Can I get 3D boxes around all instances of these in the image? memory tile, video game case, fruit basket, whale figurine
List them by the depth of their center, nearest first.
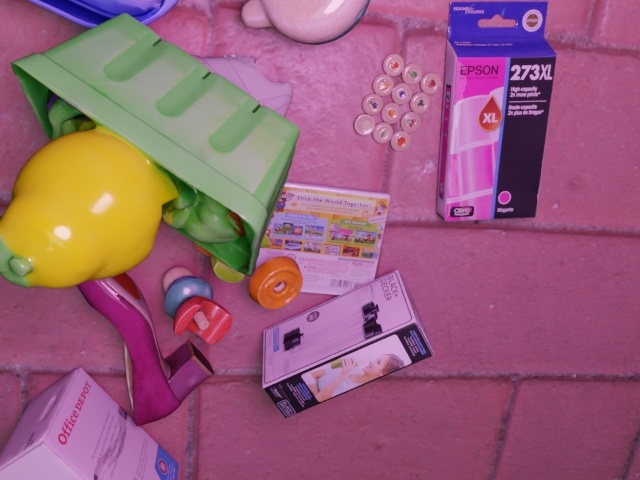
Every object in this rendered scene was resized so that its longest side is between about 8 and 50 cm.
[{"bbox_3d":[-0.246,-0.068,0.766,0.391,0.283,0.392,3,72,-9],"label":"fruit basket"},{"bbox_3d":[-0.045,-0.412,0.882,0.272,0.141,0.216,36,103,7],"label":"whale figurine"},{"bbox_3d":[0.132,-0.236,1.016,0.113,0.012,0.148,23,107,-15],"label":"memory tile"},{"bbox_3d":[0.000,0.000,1.082,0.226,0.026,0.207,6,110,-8],"label":"video game case"}]

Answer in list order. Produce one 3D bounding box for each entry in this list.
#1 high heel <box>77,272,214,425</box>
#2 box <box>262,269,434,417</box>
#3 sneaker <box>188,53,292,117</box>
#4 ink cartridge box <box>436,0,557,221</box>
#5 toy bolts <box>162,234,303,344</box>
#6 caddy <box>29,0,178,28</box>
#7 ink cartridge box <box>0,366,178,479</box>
[{"bbox_3d":[-0.366,0.181,1.043,0.181,0.127,0.377,-38,114,-4],"label":"high heel"},{"bbox_3d":[0.042,0.182,1.063,0.289,0.169,0.087,-24,117,10],"label":"box"},{"bbox_3d":[-0.166,-0.257,0.941,0.262,0.099,0.121,28,76,-6],"label":"sneaker"},{"bbox_3d":[0.303,-0.218,1.021,0.175,0.069,0.371,-3,109,-6],"label":"ink cartridge box"},{"bbox_3d":[-0.172,0.056,1.036,0.228,0.158,0.218,-50,136,5],"label":"toy bolts"},{"bbox_3d":[-0.334,-0.433,0.794,0.341,0.179,0.241,21,106,-14],"label":"caddy"},{"bbox_3d":[-0.415,0.423,1.082,0.129,0.223,0.307,-33,111,6],"label":"ink cartridge box"}]
